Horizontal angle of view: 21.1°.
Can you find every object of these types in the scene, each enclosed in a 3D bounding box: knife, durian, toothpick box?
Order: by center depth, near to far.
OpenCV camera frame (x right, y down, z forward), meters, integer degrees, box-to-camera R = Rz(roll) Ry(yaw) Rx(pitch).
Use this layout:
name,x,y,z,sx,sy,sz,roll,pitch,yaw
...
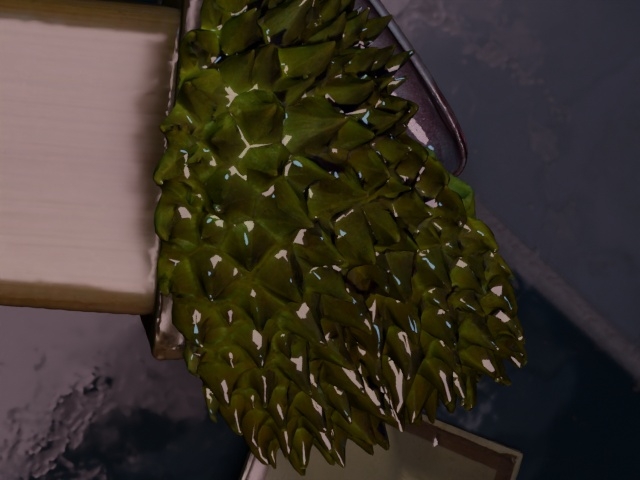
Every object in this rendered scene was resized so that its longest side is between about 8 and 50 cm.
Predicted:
name,x,y,z,sx,sy,sz,roll,pitch,yaw
durian,0.002,0.004,0.846,0.157,0.169,0.355,-21,143,0
toothpick box,-0.211,-0.056,0.855,0.308,0.190,0.187,5,99,-10
knife,0.006,-0.146,0.943,0.123,0.053,0.278,-30,121,17

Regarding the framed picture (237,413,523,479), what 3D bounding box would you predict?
name,x,y,z,sx,sy,sz,roll,pitch,yaw
framed picture,0.014,0.205,1.013,0.173,0.010,0.231,24,78,-17
